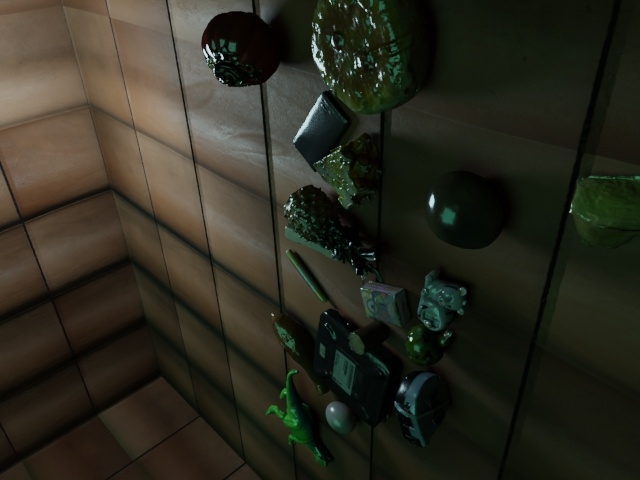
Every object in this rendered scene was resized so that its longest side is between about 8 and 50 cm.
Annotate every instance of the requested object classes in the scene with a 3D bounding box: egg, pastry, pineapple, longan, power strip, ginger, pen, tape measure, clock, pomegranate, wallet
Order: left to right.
[{"bbox_3d":[-0.051,0.128,1.953,0.233,0.032,0.040,54,168,10],"label":"pen"},{"bbox_3d":[-0.002,-0.308,1.589,0.124,0.025,0.244,54,144,10],"label":"wallet"},{"bbox_3d":[0.000,0.003,1.756,0.286,0.080,0.048,26,131,39],"label":"power strip"},{"bbox_3d":[0.053,-0.013,1.612,0.364,0.166,0.165,41,141,24],"label":"pineapple"},{"bbox_3d":[0.078,0.678,2.110,0.135,0.103,0.103,42,141,30],"label":"egg"},{"bbox_3d":[0.071,-0.190,1.505,0.186,0.115,0.236,39,143,29],"label":"pineapple"},{"bbox_3d":[0.109,-0.448,1.250,0.330,0.136,0.329,31,137,35],"label":"pastry"},{"bbox_3d":[0.301,0.478,1.617,0.107,0.182,0.180,6,129,47],"label":"tape measure"},{"bbox_3d":[0.311,0.287,1.544,0.162,0.122,0.122,-25,93,28],"label":"pomegranate"},{"bbox_3d":[0.328,0.174,1.458,0.117,0.080,0.176,32,134,35],"label":"clock"},{"bbox_3d":[0.322,-0.067,1.236,0.187,0.167,0.167,37,144,-3],"label":"longan"},{"bbox_3d":[0.566,-0.036,1.011,0.193,0.115,0.122,10,143,40],"label":"ginger"}]

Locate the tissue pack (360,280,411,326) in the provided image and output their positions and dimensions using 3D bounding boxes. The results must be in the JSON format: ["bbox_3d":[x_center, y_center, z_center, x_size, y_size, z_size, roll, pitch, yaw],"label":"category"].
[{"bbox_3d":[0.195,0.189,1.656,0.148,0.060,0.108,9,122,50],"label":"tissue pack"}]

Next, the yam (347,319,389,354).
[{"bbox_3d":[0.153,0.303,1.733,0.084,0.127,0.084,26,128,40],"label":"yam"}]

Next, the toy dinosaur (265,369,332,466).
[{"bbox_3d":[-0.058,0.772,2.324,0.374,0.144,0.500,45,147,14],"label":"toy dinosaur"}]

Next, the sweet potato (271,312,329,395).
[{"bbox_3d":[-0.069,0.435,2.137,0.385,0.109,0.109,56,146,-4],"label":"sweet potato"}]

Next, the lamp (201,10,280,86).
[{"bbox_3d":[-0.225,-0.531,1.550,0.227,0.227,0.226,31,135,36],"label":"lamp"}]

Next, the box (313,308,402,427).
[{"bbox_3d":[0.113,0.446,1.914,0.350,0.091,0.359,35,136,32],"label":"box"}]
